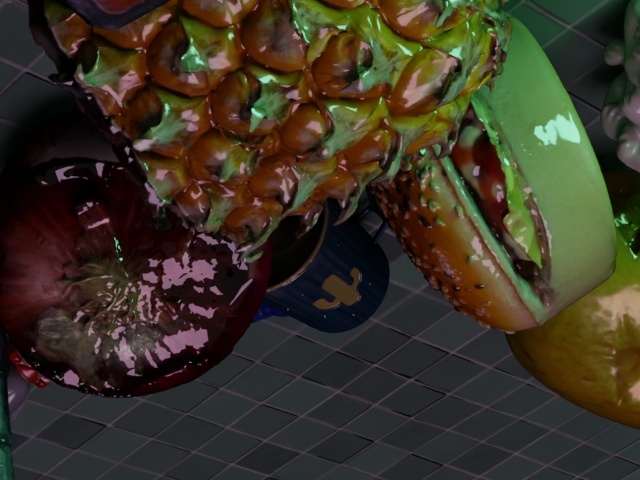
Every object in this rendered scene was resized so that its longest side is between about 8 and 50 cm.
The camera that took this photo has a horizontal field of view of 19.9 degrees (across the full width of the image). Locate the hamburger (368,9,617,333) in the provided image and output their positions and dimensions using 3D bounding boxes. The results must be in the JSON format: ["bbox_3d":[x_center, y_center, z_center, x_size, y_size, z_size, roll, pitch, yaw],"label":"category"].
[{"bbox_3d":[0.133,-0.059,1.581,0.176,0.300,0.300,-26,144,-2],"label":"hamburger"}]

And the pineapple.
[{"bbox_3d":[-0.031,-0.182,1.336,0.300,0.352,0.352,-30,142,8],"label":"pineapple"}]

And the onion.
[{"bbox_3d":[-0.175,-0.001,1.675,0.272,0.195,0.272,1,104,2],"label":"onion"}]

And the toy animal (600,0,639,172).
[{"bbox_3d":[0.345,-0.149,1.641,0.178,0.127,0.193,0,142,-19],"label":"toy animal"}]

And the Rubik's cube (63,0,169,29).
[{"bbox_3d":[-0.100,-0.370,1.048,0.316,0.313,0.318,-26,141,19],"label":"Rubik's cube"}]

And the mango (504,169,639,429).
[{"bbox_3d":[0.341,0.072,1.851,0.365,0.182,0.253,27,124,-20],"label":"mango"}]

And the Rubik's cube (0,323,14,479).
[{"bbox_3d":[-0.498,0.186,1.689,0.344,0.337,0.344,10,138,-27],"label":"Rubik's cube"}]

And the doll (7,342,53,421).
[{"bbox_3d":[-0.331,0.149,1.914,0.180,0.079,0.094,-33,126,7],"label":"doll"}]

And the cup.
[{"bbox_3d":[0.000,0.000,1.771,0.176,0.131,0.155,-46,143,3],"label":"cup"}]

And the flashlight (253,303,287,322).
[{"bbox_3d":[-0.069,0.070,1.910,0.121,0.035,0.057,-20,120,18],"label":"flashlight"}]
